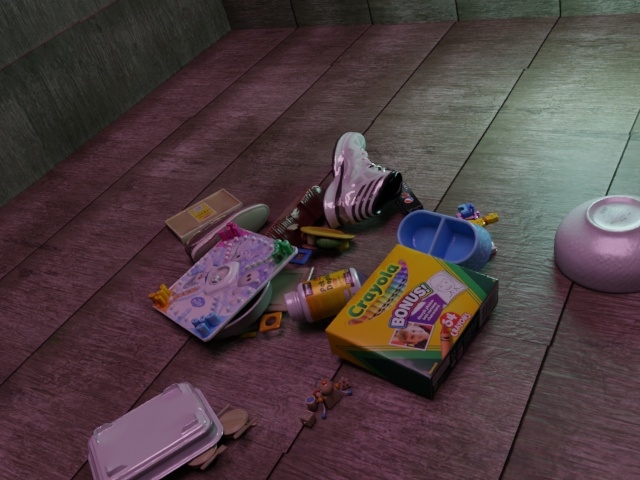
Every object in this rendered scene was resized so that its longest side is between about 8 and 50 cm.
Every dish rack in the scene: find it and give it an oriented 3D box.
[{"bbox_3d":[-0.434,0.492,1.741,0.333,0.072,0.285,-29,27,-16],"label":"dish rack"}]

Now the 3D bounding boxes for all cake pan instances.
[{"bbox_3d":[-0.268,0.185,2.079,0.293,0.054,0.293,-23,33,16],"label":"cake pan"}]

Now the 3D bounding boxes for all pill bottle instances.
[{"bbox_3d":[0.011,0.160,1.943,0.215,0.117,0.117,-18,36,1],"label":"pill bottle"}]

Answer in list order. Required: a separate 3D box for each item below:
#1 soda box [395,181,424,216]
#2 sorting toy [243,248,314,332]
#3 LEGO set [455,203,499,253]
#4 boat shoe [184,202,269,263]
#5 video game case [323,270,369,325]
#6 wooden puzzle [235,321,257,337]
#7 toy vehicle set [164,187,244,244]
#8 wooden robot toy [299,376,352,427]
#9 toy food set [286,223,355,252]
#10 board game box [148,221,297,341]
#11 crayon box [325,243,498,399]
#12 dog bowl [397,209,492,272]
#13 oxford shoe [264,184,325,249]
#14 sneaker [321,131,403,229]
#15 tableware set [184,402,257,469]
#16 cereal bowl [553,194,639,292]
[{"bbox_3d":[0.291,-0.129,2.303,0.060,0.053,0.169,-21,35,-3],"label":"soda box"},{"bbox_3d":[-0.123,0.159,2.104,0.196,0.047,0.348,-5,40,24],"label":"sorting toy"},{"bbox_3d":[0.490,-0.052,2.090,0.093,0.087,0.227,-18,37,1],"label":"LEGO set"},{"bbox_3d":[-0.327,-0.038,2.399,0.324,0.116,0.097,-38,43,-17],"label":"boat shoe"},{"bbox_3d":[0.116,0.199,1.970,0.196,0.026,0.274,-32,39,-19],"label":"video game case"},{"bbox_3d":[-0.227,0.255,2.052,0.078,0.014,0.116,-12,36,1],"label":"wooden puzzle"},{"bbox_3d":[-0.438,-0.094,2.581,0.267,0.035,0.166,-31,38,-18],"label":"toy vehicle set"},{"bbox_3d":[0.006,0.382,1.727,0.173,0.079,0.076,-37,40,-25],"label":"wooden robot toy"},{"bbox_3d":[0.000,0.000,2.223,0.218,0.071,0.128,8,10,2],"label":"toy food set"},{"bbox_3d":[-0.313,0.107,2.129,0.390,0.050,0.390,-45,33,-19],"label":"board game box"},{"bbox_3d":[0.246,0.199,1.813,0.313,0.106,0.363,21,52,31],"label":"crayon box"},{"bbox_3d":[0.355,-0.001,2.025,0.297,0.074,0.166,18,81,38],"label":"dog bowl"},{"bbox_3d":[-0.106,-0.041,2.337,0.348,0.123,0.130,-48,15,-29],"label":"oxford shoe"},{"bbox_3d":[0.173,-0.223,2.371,0.257,0.169,0.447,-8,45,23],"label":"sneaker"},{"bbox_3d":[-0.255,0.500,1.717,0.128,0.039,0.194,10,40,46],"label":"tableware set"},{"bbox_3d":[0.809,-0.018,1.865,0.339,0.141,0.339,-12,37,9],"label":"cereal bowl"}]
